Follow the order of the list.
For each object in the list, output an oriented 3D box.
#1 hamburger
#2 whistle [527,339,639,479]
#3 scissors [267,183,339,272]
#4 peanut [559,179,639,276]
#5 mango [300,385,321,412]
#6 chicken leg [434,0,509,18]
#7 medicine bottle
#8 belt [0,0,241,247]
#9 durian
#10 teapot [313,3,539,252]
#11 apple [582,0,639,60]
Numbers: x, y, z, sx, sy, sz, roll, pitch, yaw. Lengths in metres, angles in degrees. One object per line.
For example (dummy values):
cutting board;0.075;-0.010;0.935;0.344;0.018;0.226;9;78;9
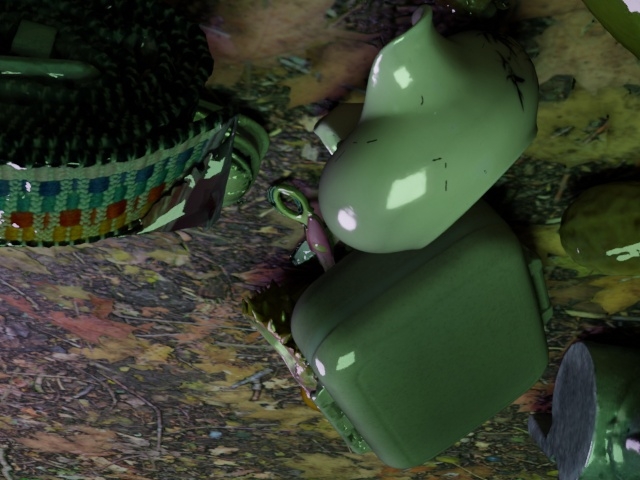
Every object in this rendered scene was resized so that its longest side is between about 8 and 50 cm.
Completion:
hamburger;-0.120;-0.081;1.086;0.133;0.062;0.140;21;150;-26
whistle;0.394;0.263;1.521;0.168;0.188;0.405;6;153;-4
scissors;0.000;0.000;1.243;0.133;0.020;0.187;23;156;5
peanut;0.346;-0.020;1.096;0.229;0.098;0.103;-9;-169;25
mango;0.060;0.191;1.551;0.184;0.085;0.102;-10;150;15
chicken leg;0.091;-0.214;0.790;0.125;0.080;0.196;-5;154;-8
medicine bottle;0.120;0.110;1.250;0.282;0.123;0.375;-34;147;-2
belt;-0.228;-0.104;0.914;0.295;0.207;0.160;-2;151;-19
durian;-0.009;0.121;1.389;0.186;0.154;0.260;23;157;11
teapot;0.070;-0.084;0.932;0.166;0.208;0.299;36;164;-13
apple;0.253;-0.209;0.584;0.292;0.254;0.292;3;157;1
